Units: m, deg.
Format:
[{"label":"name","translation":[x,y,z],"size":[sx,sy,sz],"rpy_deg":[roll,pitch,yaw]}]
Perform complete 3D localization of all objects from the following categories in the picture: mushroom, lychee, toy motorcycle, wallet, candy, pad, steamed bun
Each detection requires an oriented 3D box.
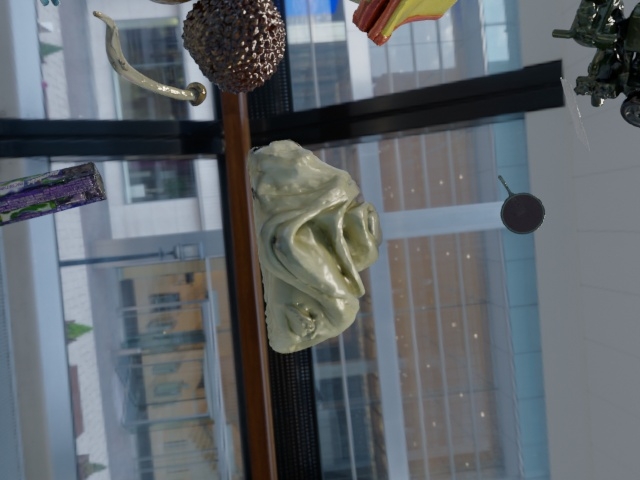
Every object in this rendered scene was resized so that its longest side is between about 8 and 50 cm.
[{"label":"mushroom","translation":[-0.264,-0.261,0.854],"size":[0.043,0.068,0.306],"rpy_deg":[45,9,16]},{"label":"lychee","translation":[-0.147,-0.362,1.014],"size":[0.188,0.188,0.188],"rpy_deg":[174,-90,-86]},{"label":"toy motorcycle","translation":[0.491,-0.295,0.868],"size":[0.205,0.127,0.275],"rpy_deg":[24,-21,40]},{"label":"wallet","translation":[0.118,-0.289,0.593],"size":[0.141,0.067,0.241],"rpy_deg":[-49,177,37]},{"label":"candy","translation":[-0.628,-0.091,1.210],"size":[0.088,0.312,0.061],"rpy_deg":[90,-19,-49]},{"label":"pad","translation":[0.569,-0.286,1.263],"size":[0.156,0.004,0.232],"rpy_deg":[69,23,-11]},{"label":"steamed bun","translation":[0.000,0.000,1.036],"size":[0.346,0.237,0.394],"rpy_deg":[176,-93,-83]}]

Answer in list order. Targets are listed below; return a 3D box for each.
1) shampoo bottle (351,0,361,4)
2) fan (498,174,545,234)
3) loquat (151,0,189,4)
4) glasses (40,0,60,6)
[{"label":"shampoo bottle","translation":[0.055,-0.378,0.820],"size":[0.051,0.108,0.221],"rpy_deg":[-56,-179,29]},{"label":"fan","translation":[0.396,-0.075,1.140],"size":[0.133,0.085,0.005],"rpy_deg":[62,19,8]},{"label":"loquat","translation":[-0.286,-0.537,1.002],"size":[0.238,0.238,0.193],"rpy_deg":[109,5,-79]},{"label":"glasses","translation":[-0.689,-0.584,1.222],"size":[0.220,0.088,0.189],"rpy_deg":[49,2,-26]}]
